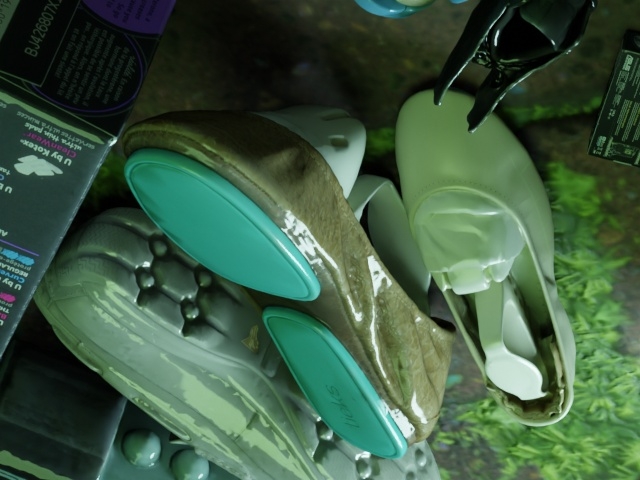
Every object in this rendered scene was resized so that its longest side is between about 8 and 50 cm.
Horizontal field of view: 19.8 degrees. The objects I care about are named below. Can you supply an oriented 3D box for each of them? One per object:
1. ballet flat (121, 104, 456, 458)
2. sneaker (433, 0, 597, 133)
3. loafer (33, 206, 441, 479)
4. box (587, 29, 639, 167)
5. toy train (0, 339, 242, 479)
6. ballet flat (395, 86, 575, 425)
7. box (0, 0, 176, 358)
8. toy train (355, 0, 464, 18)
[{"bbox_3d":[0.000,0.000,1.081,0.116,0.124,0.342,12,152,38],"label":"ballet flat"},{"bbox_3d":[0.126,-0.131,0.930,0.051,0.089,0.170,36,135,-20],"label":"sneaker"},{"bbox_3d":[-0.052,0.099,1.228,0.319,0.112,0.111,42,139,-16],"label":"loafer"},{"bbox_3d":[0.191,-0.074,1.022,0.067,0.018,0.083,14,138,3],"label":"box"},{"bbox_3d":[-0.127,0.196,1.314,0.334,0.142,0.190,24,142,-9],"label":"toy train"},{"bbox_3d":[0.103,0.020,1.104,0.086,0.086,0.248,-7,133,24],"label":"ballet flat"},{"bbox_3d":[-0.200,-0.060,1.055,0.143,0.165,0.270,25,137,-9],"label":"box"},{"bbox_3d":[0.019,-0.221,0.879,0.248,0.105,0.143,53,147,-13],"label":"toy train"}]
